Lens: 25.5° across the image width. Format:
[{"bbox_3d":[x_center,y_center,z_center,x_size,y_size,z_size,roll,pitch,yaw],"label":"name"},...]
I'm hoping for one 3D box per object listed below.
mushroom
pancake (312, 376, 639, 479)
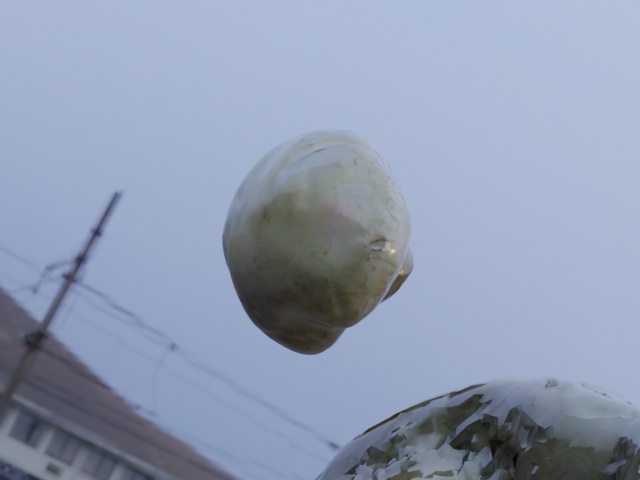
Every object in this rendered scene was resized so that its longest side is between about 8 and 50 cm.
[{"bbox_3d":[0.000,0.000,0.891,0.112,0.148,0.148,27,-15,-35],"label":"mushroom"},{"bbox_3d":[0.010,0.210,0.553,0.082,0.387,0.387,38,-20,-21],"label":"pancake"}]
